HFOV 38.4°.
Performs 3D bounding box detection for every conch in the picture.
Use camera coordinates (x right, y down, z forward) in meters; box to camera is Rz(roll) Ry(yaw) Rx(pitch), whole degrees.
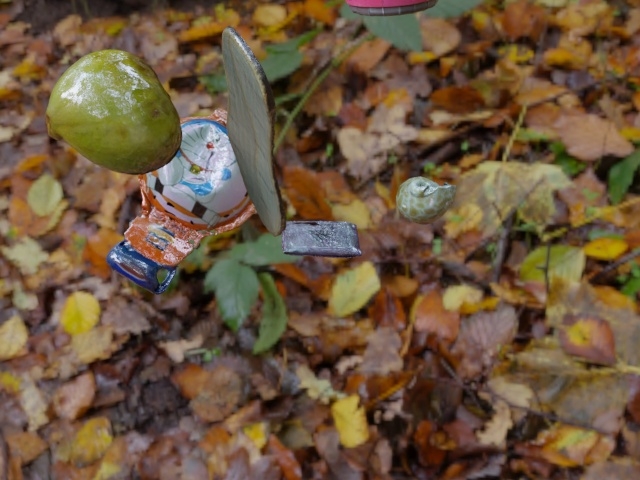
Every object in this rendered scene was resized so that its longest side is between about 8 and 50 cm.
[{"bbox_3d":[0.217,-0.082,1.919,0.116,0.106,0.173,-16,6,-25],"label":"conch"}]

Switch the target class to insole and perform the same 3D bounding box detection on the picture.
[{"bbox_3d":[-0.067,-0.094,0.914,0.009,0.348,0.119,-30,73,-13],"label":"insole"}]

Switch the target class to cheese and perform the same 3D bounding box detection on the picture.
[{"bbox_3d":[-0.215,-0.069,1.491,0.217,0.129,0.329,32,72,0],"label":"cheese"}]

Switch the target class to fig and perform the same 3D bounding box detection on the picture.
[{"bbox_3d":[-0.216,-0.139,1.000,0.153,0.121,0.136,32,10,-34],"label":"fig"}]

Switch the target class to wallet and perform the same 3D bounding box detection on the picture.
[{"bbox_3d":[0.000,0.001,1.933,0.165,0.030,0.111,1,36,-5],"label":"wallet"}]

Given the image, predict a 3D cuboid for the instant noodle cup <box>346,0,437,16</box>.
[{"bbox_3d":[0.135,-0.535,1.767,0.258,0.182,0.302,-5,25,0],"label":"instant noodle cup"}]
